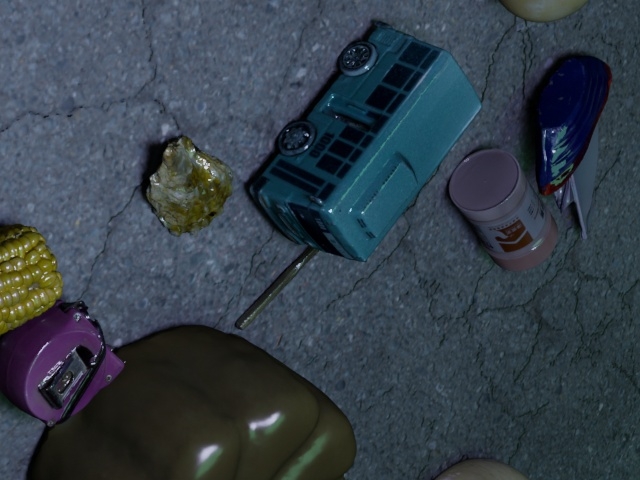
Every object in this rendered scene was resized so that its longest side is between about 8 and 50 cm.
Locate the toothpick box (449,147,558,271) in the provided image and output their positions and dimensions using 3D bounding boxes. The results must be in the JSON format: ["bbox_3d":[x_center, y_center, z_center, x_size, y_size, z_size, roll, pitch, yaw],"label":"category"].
[{"bbox_3d":[0.236,-0.038,2.306,0.098,0.098,0.149,-53,139,-12],"label":"toothpick box"}]

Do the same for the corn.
[{"bbox_3d":[-0.372,0.069,1.693,0.292,0.101,0.101,-25,128,-37],"label":"corn"}]

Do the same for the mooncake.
[{"bbox_3d":[-0.133,0.290,2.005,0.378,0.201,0.378,-25,128,-36],"label":"mooncake"}]

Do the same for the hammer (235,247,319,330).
[{"bbox_3d":[0.000,0.000,2.126,0.292,0.029,0.058,-46,137,-17],"label":"hammer"}]

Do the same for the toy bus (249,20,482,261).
[{"bbox_3d":[0.054,-0.105,2.028,0.256,0.147,0.128,-53,139,-13],"label":"toy bus"}]

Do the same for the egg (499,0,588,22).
[{"bbox_3d":[0.269,-0.357,2.112,0.164,0.164,0.201,2,107,-49],"label":"egg"}]

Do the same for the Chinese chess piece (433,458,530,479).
[{"bbox_3d":[0.215,0.436,2.552,0.257,0.104,0.257,-26,130,-36],"label":"Chinese chess piece"}]

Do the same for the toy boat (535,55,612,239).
[{"bbox_3d":[0.355,-0.130,2.403,0.318,0.072,0.219,29,74,-63],"label":"toy boat"}]

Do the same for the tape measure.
[{"bbox_3d":[-0.271,0.125,1.852,0.125,0.074,0.118,-51,139,-17],"label":"tape measure"}]

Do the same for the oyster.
[{"bbox_3d":[-0.139,-0.062,1.929,0.121,0.045,0.146,-40,139,-46],"label":"oyster"}]
